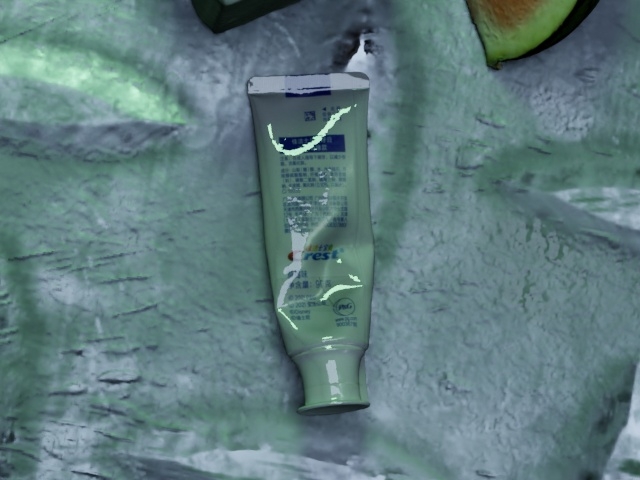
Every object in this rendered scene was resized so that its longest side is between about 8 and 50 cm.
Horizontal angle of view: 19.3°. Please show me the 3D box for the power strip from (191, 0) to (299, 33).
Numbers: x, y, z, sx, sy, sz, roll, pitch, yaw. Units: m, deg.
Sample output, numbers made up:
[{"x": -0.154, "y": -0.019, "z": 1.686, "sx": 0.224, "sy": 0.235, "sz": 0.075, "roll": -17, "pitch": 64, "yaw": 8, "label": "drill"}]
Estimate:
[{"x": -0.007, "y": -0.266, "z": 1.423, "sx": 0.224, "sy": 0.140, "sz": 0.139, "roll": -23, "pitch": 88, "yaw": -8, "label": "power strip"}]

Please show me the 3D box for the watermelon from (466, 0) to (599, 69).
[{"x": 0.185, "y": -0.303, "z": 1.485, "sx": 0.128, "sy": 0.159, "sz": 0.303, "roll": -14, "pitch": 89, "yaw": -46, "label": "watermelon"}]

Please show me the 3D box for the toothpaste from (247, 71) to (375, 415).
[{"x": 0.000, "y": 0.000, "z": 1.457, "sx": 0.096, "sy": 0.061, "sz": 0.266, "roll": -3, "pitch": 80, "yaw": -6, "label": "toothpaste"}]
